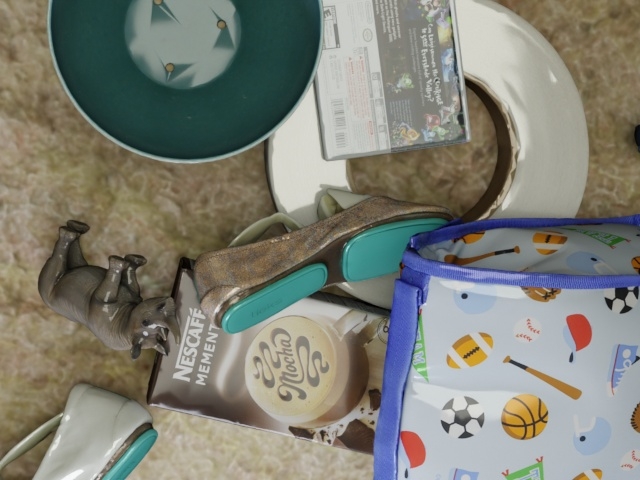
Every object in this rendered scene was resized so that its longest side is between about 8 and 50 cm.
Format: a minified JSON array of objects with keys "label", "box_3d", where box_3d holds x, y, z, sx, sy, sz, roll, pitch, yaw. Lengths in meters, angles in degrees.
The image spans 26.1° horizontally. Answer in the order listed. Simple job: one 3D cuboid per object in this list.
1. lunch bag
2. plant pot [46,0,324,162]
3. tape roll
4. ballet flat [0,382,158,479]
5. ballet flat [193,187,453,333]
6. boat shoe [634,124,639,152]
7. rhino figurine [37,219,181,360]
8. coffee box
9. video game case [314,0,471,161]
[{"label":"lunch bag","box_3d":[0.237,0.147,1.554,0.385,0.239,0.328,-4,110,-27]},{"label":"plant pot","box_3d":[-0.150,-0.236,1.537,0.290,0.195,0.290,-1,96,-7]},{"label":"tape roll","box_3d":[0.126,-0.104,1.650,0.392,0.072,0.392,-1,96,-7]},{"label":"ballet flat","box_3d":[-0.354,0.336,1.625,0.139,0.139,0.400,38,87,-10]},{"label":"ballet flat","box_3d":[0.000,0.000,1.551,0.316,0.107,0.106,-19,57,-23]},{"label":"boat shoe","box_3d":[0.493,-0.159,1.687,0.258,0.109,0.089,-10,91,-22]},{"label":"rhino figurine","box_3d":[-0.235,0.066,1.565,0.073,0.243,0.106,5,108,-51]},{"label":"coffee box","box_3d":[-0.043,0.138,1.631,0.297,0.119,0.168,13,94,-8]},{"label":"video game case","box_3d":[0.078,-0.196,1.587,0.173,0.022,0.190,-8,96,-5]}]
